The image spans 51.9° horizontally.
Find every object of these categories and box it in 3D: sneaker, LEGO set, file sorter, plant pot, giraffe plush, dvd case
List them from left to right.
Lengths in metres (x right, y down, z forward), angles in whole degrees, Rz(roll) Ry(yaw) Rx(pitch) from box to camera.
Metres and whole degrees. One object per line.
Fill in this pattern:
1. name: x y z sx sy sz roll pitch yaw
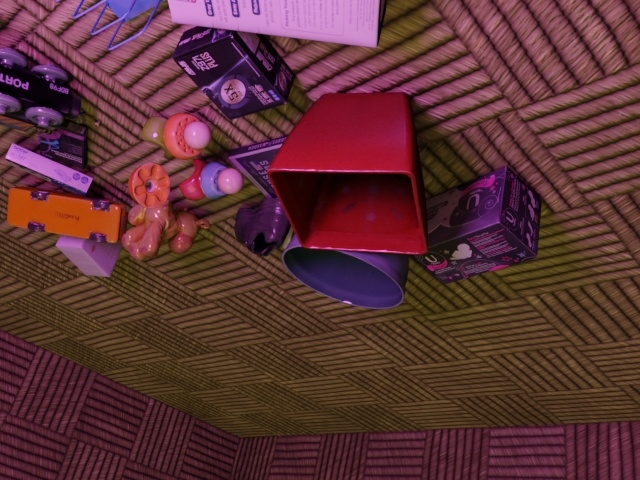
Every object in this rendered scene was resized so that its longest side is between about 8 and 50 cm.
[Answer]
1. LEGO set: -0.554 -0.282 1.527 0.083 0.023 0.054 17 149 -6
2. file sorter: -0.379 -0.431 1.135 0.118 0.104 0.170 -11 142 35
3. giraffe plush: -0.403 -0.033 1.763 0.171 0.210 0.181 22 -172 -43
4. sneaker: -0.160 -0.019 1.683 0.109 0.130 0.286 21 161 -19
5. dvd case: -0.069 -0.169 1.520 0.239 0.029 0.179 -9 142 32
6. plant pot: 0.081 0.007 1.537 0.293 0.196 0.293 18 155 9
7. plant pot: 0.080 -0.146 1.297 0.267 0.235 0.267 3 149 17

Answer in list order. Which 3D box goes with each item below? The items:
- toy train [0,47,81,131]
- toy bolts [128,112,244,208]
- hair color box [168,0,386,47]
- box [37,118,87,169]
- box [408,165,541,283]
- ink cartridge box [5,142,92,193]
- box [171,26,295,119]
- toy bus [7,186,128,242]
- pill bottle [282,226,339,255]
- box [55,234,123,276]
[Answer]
1. toy train: -0.679 -0.313 1.365 0.190 0.142 0.334 -9 165 43
2. toy bolts: -0.286 -0.149 1.471 0.159 0.218 0.228 6 159 39
3. hair color box: -0.070 -0.419 1.031 0.348 0.105 0.173 9 149 6
4. box: -0.632 -0.243 1.616 0.116 0.029 0.162 19 151 -9
5. box: 0.340 -0.030 1.458 0.142 0.163 0.247 37 142 -28
6. ink cartridge box: -0.699 -0.180 1.702 0.207 0.046 0.097 24 169 -19
7. box: -0.161 -0.328 1.246 0.148 0.077 0.180 -8 144 32
8. toy bus: -0.688 -0.072 1.805 0.333 0.108 0.130 9 -174 7
9. pill bottle: 0.000 0.000 1.698 0.184 0.103 0.103 18 149 -8
10. box: -0.679 0.010 1.953 0.091 0.130 0.170 3 147 18
